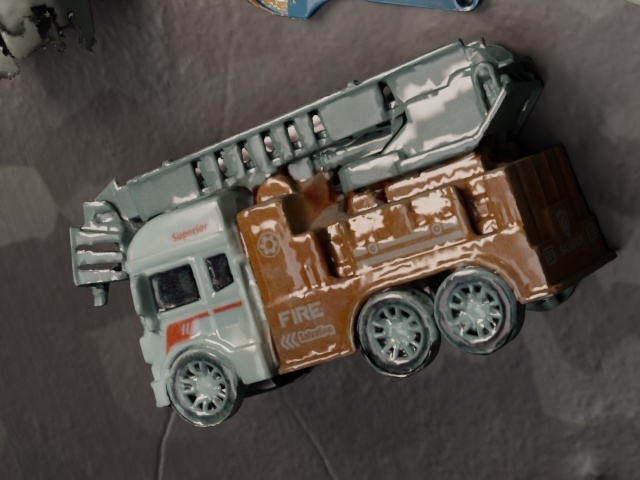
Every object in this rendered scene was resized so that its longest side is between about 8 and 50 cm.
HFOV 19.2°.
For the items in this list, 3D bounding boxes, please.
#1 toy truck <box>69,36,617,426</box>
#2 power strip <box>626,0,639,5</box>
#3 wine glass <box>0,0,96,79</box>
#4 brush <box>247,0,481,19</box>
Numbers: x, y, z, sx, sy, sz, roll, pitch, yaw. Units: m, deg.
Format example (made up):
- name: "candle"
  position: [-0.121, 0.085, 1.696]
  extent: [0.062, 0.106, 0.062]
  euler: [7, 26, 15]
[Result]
- name: "toy truck"
  position: [0.000, 0.000, 1.218]
  extent: [0.338, 0.133, 0.184]
  euler: [-17, 92, 28]
- name: "power strip"
  position: [0.129, -0.209, 1.105]
  extent: [0.385, 0.062, 0.091]
  euler: [23, 122, 17]
- name: "wine glass"
  position: [-0.251, -0.255, 1.227]
  extent: [0.143, 0.143, 0.321]
  euler: [-9, 107, 29]
- name: "brush"
  position: [0.025, -0.162, 1.203]
  extent: [0.164, 0.014, 0.051]
  euler: [8, 115, 22]
